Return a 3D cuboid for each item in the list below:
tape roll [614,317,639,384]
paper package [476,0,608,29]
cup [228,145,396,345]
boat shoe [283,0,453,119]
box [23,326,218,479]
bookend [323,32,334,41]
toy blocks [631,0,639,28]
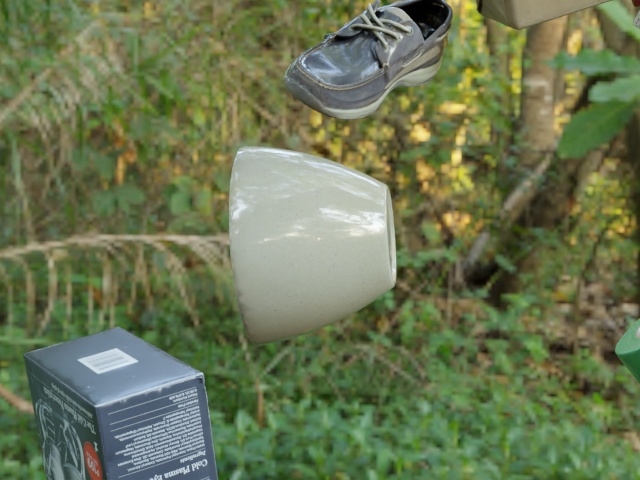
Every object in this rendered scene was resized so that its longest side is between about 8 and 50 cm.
[{"bbox_3d":[0.624,0.114,1.816,0.321,0.077,0.321,-38,-3,-2],"label":"tape roll"},{"bbox_3d":[0.366,-0.494,1.627,0.324,0.310,0.168,-20,28,-6],"label":"paper package"},{"bbox_3d":[0.000,0.000,1.869,0.236,0.331,0.331,-4,4,7],"label":"cup"},{"bbox_3d":[0.073,-0.277,1.601,0.132,0.130,0.355,35,36,15],"label":"boat shoe"},{"bbox_3d":[-0.312,0.338,1.799,0.178,0.313,0.343,-15,15,-29],"label":"box"},{"bbox_3d":[0.049,-0.350,2.187,0.156,0.072,0.157,0,-2,42],"label":"bookend"},{"bbox_3d":[0.658,-0.446,1.988,0.190,0.261,0.381,20,22,-19],"label":"toy blocks"}]
